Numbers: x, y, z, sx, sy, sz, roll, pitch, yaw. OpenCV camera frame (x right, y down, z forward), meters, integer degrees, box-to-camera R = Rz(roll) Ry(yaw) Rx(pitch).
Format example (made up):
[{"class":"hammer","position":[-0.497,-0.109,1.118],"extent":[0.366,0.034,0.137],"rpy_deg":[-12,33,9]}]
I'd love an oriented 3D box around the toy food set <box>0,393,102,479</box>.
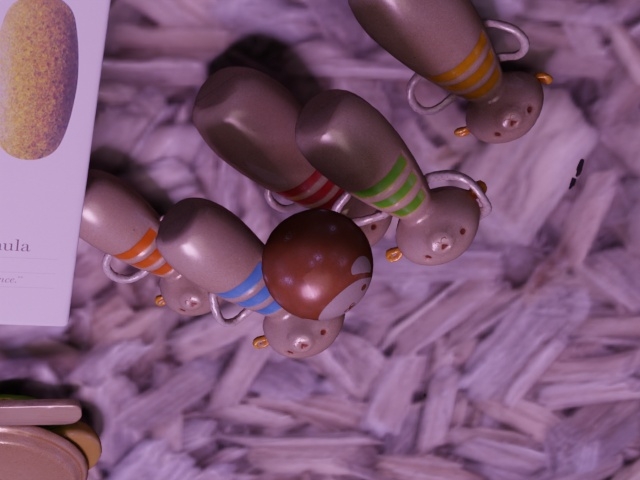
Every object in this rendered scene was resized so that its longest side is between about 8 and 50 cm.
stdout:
[{"class":"toy food set","position":[-0.214,0.148,0.922],"extent":[0.132,0.038,0.192],"rpy_deg":[1,140,-7]}]

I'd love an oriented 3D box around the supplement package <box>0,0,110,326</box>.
[{"class":"supplement package","position":[-0.179,-0.093,0.656],"extent":[0.139,0.134,0.244],"rpy_deg":[2,129,-15]}]

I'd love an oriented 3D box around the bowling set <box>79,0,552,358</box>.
[{"class":"bowling set","position":[0.000,0.000,0.742],"extent":[0.287,0.200,0.154],"rpy_deg":[-33,130,20]}]
